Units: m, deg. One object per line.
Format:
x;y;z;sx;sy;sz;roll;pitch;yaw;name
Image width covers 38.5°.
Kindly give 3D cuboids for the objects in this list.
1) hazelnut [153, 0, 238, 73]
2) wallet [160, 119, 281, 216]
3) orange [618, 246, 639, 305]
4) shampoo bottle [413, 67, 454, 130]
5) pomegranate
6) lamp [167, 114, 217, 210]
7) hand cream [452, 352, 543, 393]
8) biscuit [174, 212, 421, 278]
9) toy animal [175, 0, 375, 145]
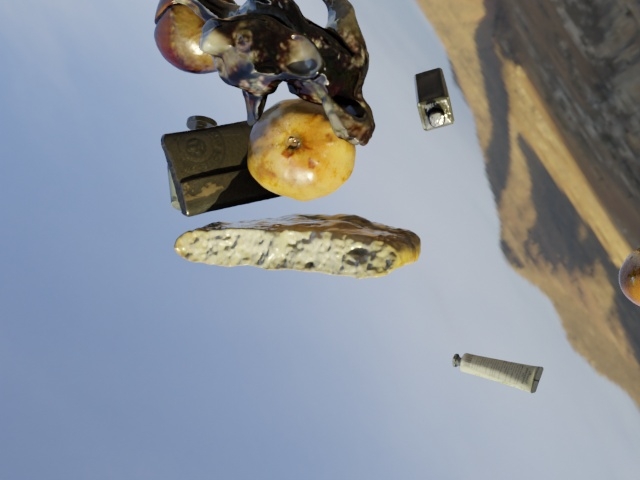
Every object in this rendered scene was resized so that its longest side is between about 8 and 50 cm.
-0.262;-0.447;1.933;0.208;0.208;0.208;49;-160;-24;hazelnut
-0.148;-0.158;1.829;0.321;0.044;0.170;-14;-97;-28;wallet
0.635;0.062;1.699;0.156;0.156;0.124;-36;-59;-72;orange
0.278;-0.342;2.249;0.246;0.079;0.080;-85;-22;-60;shampoo bottle
-0.038;-0.166;1.715;0.207;0.207;0.207;49;-160;-24;pomegranate
-0.285;-0.175;2.080;0.121;0.121;0.214;32;-119;-53;lamp
0.379;0.280;1.977;0.067;0.195;0.042;-58;-35;-32;hand cream
0.000;-0.001;1.867;0.446;0.430;0.103;-12;-76;-66;biscuit
-0.052;-0.295;1.490;0.344;0.194;0.302;-1;-116;-47;toy animal
